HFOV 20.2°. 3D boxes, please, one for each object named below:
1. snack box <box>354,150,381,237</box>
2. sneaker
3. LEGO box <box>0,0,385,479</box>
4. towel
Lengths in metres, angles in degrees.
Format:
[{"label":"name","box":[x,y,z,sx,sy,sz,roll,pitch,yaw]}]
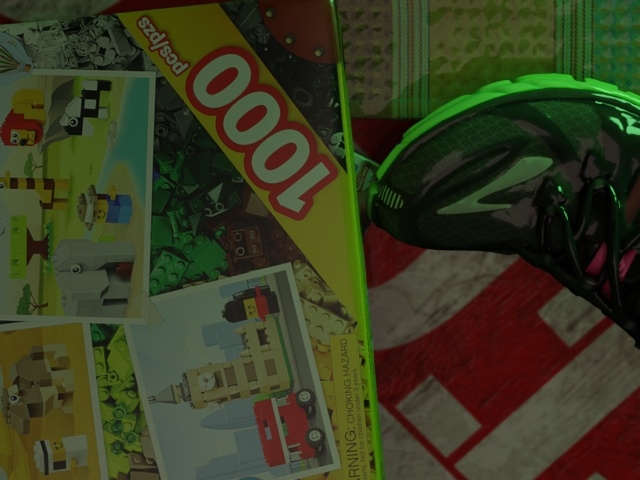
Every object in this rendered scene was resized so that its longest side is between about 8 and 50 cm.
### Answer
[{"label":"snack box","box":[0.000,0.000,1.672,0.064,0.022,0.178,27,102,-12]},{"label":"sneaker","box":[0.281,-0.012,1.591,0.482,0.202,0.185,8,131,-7]},{"label":"LEGO box","box":[-0.144,0.068,1.500,0.372,0.193,0.500,-6,90,2]},{"label":"towel","box":[0.189,-0.236,1.617,0.370,0.040,0.271,0,106,-5]}]
